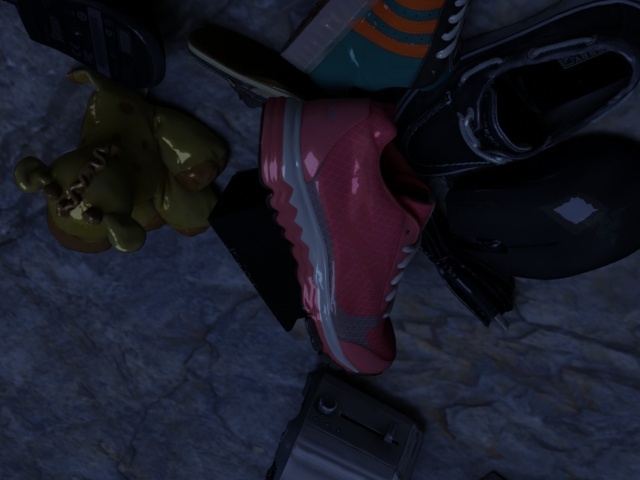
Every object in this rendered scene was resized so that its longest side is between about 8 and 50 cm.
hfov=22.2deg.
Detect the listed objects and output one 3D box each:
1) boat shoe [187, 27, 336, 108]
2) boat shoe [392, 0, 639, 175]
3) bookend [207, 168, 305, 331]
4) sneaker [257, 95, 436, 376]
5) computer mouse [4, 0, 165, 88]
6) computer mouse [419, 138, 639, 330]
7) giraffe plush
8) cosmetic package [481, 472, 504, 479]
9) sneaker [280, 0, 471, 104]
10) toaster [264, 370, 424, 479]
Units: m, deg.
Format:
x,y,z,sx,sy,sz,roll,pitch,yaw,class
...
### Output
x,y,z,sx,sy,sz,roll,pitch,yaw,class
-0.057,-0.144,1.500,0.152,0.056,0.049,27,132,2,boat shoe
0.160,-0.113,1.380,0.301,0.102,0.108,-23,117,41,boat shoe
0.000,0.000,1.596,0.157,0.072,0.156,-13,124,35,bookend
0.043,0.004,1.453,0.136,0.116,0.314,-9,129,13,sneaker
-0.244,-0.250,1.500,0.262,0.060,0.184,22,143,25,computer mouse
0.195,-0.006,1.486,0.272,0.072,0.188,-21,119,40,computer mouse
-0.201,-0.056,1.575,0.181,0.170,0.210,10,134,20,giraffe plush
0.177,0.384,1.746,0.127,0.238,0.107,37,137,-8,cosmetic package
0.089,-0.202,1.339,0.121,0.108,0.302,38,145,-11,sneaker
0.018,0.257,1.793,0.146,0.129,0.227,24,136,2,toaster
